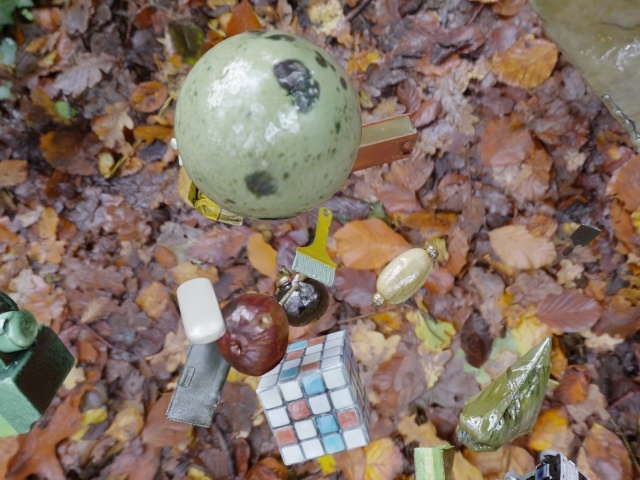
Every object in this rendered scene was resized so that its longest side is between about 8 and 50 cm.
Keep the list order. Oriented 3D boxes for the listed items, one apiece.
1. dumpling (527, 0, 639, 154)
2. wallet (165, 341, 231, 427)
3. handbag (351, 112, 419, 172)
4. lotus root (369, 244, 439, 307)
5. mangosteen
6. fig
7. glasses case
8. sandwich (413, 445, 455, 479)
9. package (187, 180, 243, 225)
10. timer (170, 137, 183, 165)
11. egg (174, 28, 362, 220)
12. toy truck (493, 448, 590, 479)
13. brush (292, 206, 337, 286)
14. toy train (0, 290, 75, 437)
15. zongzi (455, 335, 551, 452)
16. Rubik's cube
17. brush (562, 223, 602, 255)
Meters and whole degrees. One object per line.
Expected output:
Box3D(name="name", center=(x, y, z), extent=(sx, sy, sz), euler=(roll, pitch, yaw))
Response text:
Box3D(name="dumpling", center=(0.326, -0.142, 0.446), extent=(0.166, 0.332, 0.086), euler=(-21, 41, 45))
Box3D(name="wallet", center=(-0.410, 0.482, 1.854), extent=(0.169, 0.044, 0.316), euler=(20, 84, -22))
Box3D(name="handbag", center=(0.093, -0.184, 1.049), extent=(0.190, 0.127, 0.062), euler=(-16, 77, -4))
Box3D(name="lotus root", center=(0.141, 0.064, 0.918), extent=(0.150, 0.073, 0.062), euler=(-42, 55, -5))
Box3D(name="mangosteen", center=(-0.084, 0.199, 1.991), extent=(0.211, 0.211, 0.249), euler=(-30, 77, 4))
Box3D(name="fig", center=(-0.157, 0.220, 1.357), extent=(0.187, 0.249, 0.203), euler=(-8, 102, 16))
Box3D(name="glasses case", center=(-0.249, 0.142, 1.099), extent=(0.081, 0.051, 0.204), euler=(-18, 33, -11))
Box3D(name="sandwich", center=(0.253, 0.508, 1.151), extent=(0.074, 0.074, 0.116), euler=(-14, 68, 34))
Box3D(name="package", center=(-0.225, -0.082, 1.155), extent=(0.131, 0.047, 0.071), euler=(14, 43, -19))
Box3D(name="timer", center=(-0.215, -0.218, 1.279), extent=(0.266, 0.175, 0.175), euler=(-6, 74, -21))
Box3D(name="egg", center=(-0.056, -0.105, 0.529), extent=(0.177, 0.228, 0.176), euler=(3, 82, -19))
Box3D(name="toy truck", center=(0.415, 0.525, 1.044), extent=(0.124, 0.114, 0.253), euler=(38, 124, 3))
Box3D(name="brush", center=(0.000, 0.000, 1.023), extent=(0.083, 0.011, 0.205), euler=(25, 41, -11))
Box3D(name="toy train", center=(-0.558, 0.204, 0.824), extent=(0.299, 0.166, 0.238), euler=(-14, 120, 12))
Box3D(name="zongzi", center=(0.450, 0.368, 1.282), extent=(0.125, 0.251, 0.274), euler=(35, 122, 43))
Box3D(name="Rubik's cube", center=(-0.011, 0.443, 1.533), extent=(0.254, 0.259, 0.256), euler=(-17, 101, 7))
Box3D(name="brush", center=(0.803, 0.003, 1.659), extent=(0.063, 0.193, 0.016), euler=(23, 62, 8))
